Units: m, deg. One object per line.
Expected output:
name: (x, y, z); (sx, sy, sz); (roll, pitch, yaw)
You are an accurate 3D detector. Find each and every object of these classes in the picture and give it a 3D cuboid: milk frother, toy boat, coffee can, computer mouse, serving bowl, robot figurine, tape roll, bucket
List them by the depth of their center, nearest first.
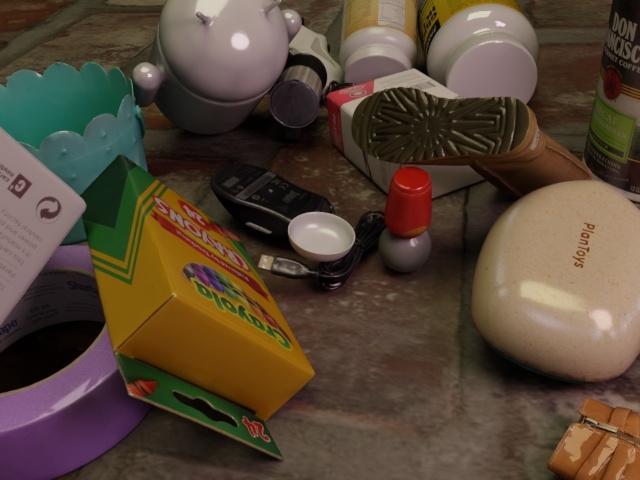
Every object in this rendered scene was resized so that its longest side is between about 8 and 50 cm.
tape roll: (-0.310, 0.124, 0.696); (0.275, 0.090, 0.274); (-5, 38, 4)
toy boat: (0.214, 0.022, 0.722); (0.318, 0.148, 0.267); (23, 51, 22)
serving bowl: (0.000, 0.000, 0.781); (0.084, 0.027, 0.083); (6, 38, -5)
coffee can: (0.480, -0.213, 0.852); (0.202, 0.275, 0.201); (-5, 38, 4)
computer mouse: (-0.054, -0.011, 0.856); (0.262, 0.060, 0.184); (21, 40, 14)
bucket: (-0.398, -0.135, 0.962); (0.282, 0.183, 0.281); (-4, 38, 3)
robot figurine: (-0.171, -0.298, 1.036); (0.300, 0.199, 0.353); (-32, 4, -21)
milk frother: (-0.003, -0.242, 1.082); (0.143, 0.129, 0.134); (-6, 34, 11)

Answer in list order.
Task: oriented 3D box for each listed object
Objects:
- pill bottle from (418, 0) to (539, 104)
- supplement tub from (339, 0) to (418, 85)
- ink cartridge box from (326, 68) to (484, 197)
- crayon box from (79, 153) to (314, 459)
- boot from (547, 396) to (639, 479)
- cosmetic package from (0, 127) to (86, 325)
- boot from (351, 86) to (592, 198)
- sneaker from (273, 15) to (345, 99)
pill bottle: (0.277, -0.349, 1.127); (0.188, 0.187, 0.333); (-3, 38, 5)
supplement tub: (0.110, -0.380, 1.187); (0.145, 0.144, 0.199); (0, 63, 9)
ink cartridge box: (0.139, -0.167, 0.987); (0.172, 0.100, 0.237); (-20, 39, -16)
crayon box: (-0.129, 0.058, 0.660); (0.081, 0.202, 0.318); (-44, 43, 7)
boot: (0.258, 0.216, 0.509); (0.153, 0.072, 0.197); (21, 34, 29)
cosmetic package: (-0.451, 0.086, 0.564); (0.230, 0.161, 0.453); (10, 61, 36)
boot: (0.200, -0.107, 0.815); (0.236, 0.089, 0.270); (14, 0, 34)
sneaker: (-0.065, -0.388, 1.280); (0.146, 0.122, 0.330); (-18, 57, -34)
